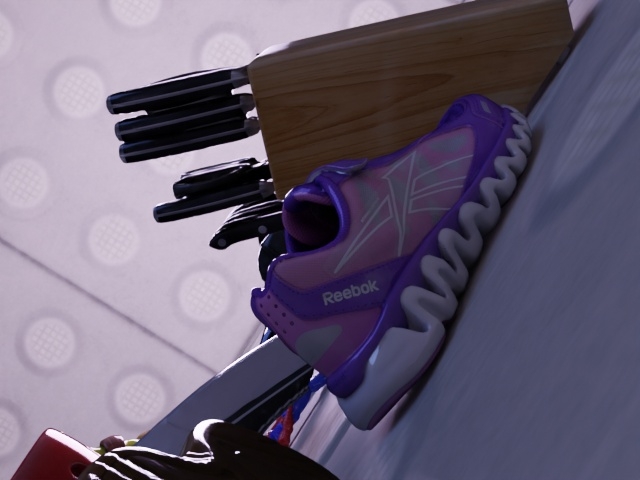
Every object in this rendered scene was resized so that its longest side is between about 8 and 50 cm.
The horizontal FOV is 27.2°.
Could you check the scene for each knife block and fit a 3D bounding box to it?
[{"bbox_3d":[0.004,-0.106,0.896,0.276,0.242,0.088,-57,3,18],"label":"knife block"}]

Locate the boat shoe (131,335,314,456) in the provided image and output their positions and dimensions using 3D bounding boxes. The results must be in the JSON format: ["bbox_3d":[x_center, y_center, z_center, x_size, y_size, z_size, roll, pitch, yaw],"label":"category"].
[{"bbox_3d":[-0.101,0.189,0.884,0.306,0.105,0.113,-43,-5,-4],"label":"boat shoe"}]

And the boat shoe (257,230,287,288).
[{"bbox_3d":[-0.002,0.004,1.163,0.127,0.113,0.340,-58,2,13],"label":"boat shoe"}]

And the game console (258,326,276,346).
[{"bbox_3d":[-0.032,0.054,1.551,0.361,0.044,0.213,-73,2,-69],"label":"game console"}]

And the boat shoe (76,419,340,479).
[{"bbox_3d":[-0.051,0.144,0.535,0.098,0.109,0.302,-63,-3,1],"label":"boat shoe"}]

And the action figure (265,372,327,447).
[{"bbox_3d":[-0.022,0.129,1.012,0.115,0.030,0.038,-61,8,-20],"label":"action figure"}]

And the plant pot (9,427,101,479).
[{"bbox_3d":[-0.215,0.286,1.148,0.191,0.174,0.191,-57,2,4],"label":"plant pot"}]

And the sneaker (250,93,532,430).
[{"bbox_3d":[0.037,-0.014,0.717,0.236,0.104,0.095,-59,1,-42],"label":"sneaker"}]

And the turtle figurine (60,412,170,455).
[{"bbox_3d":[-0.182,0.235,1.503,0.269,0.217,0.087,141,116,-78],"label":"turtle figurine"}]
